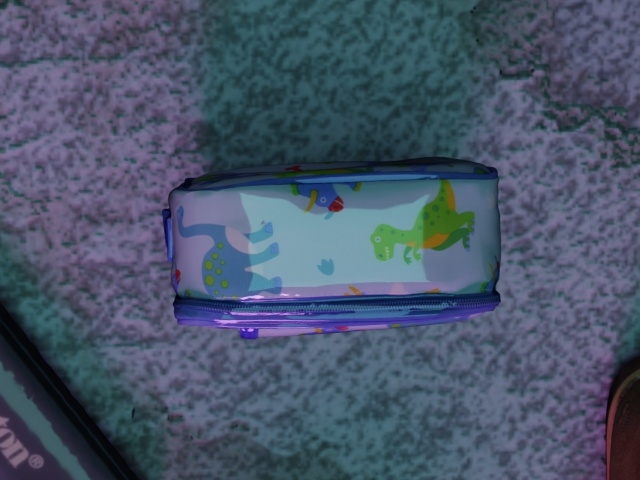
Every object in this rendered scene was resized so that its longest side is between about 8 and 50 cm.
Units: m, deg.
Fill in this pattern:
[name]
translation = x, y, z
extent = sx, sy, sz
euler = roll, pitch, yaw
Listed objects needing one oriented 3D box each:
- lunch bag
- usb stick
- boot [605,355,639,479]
[lunch bag]
translation = 0.000, 0.000, 0.739
extent = 0.176, 0.219, 0.090
euler = -1, 94, -5
[usb stick]
translation = -0.209, 0.085, 0.828
extent = 0.077, 0.045, 0.278
euler = -36, 101, 2
[boot]
translation = 0.225, 0.231, 0.839
extent = 0.112, 0.115, 0.305
euler = -6, 103, 10
